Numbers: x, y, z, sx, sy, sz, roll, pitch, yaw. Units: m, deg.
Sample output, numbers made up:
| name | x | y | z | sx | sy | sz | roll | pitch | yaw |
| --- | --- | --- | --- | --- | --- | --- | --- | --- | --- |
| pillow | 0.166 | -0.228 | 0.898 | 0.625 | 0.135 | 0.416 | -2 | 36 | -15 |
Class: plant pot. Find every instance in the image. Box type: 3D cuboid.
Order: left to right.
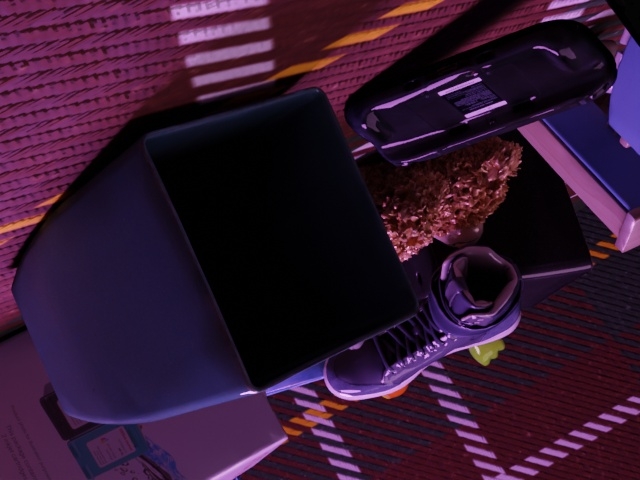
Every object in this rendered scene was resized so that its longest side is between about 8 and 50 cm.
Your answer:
| name | x | y | z | sx | sy | sz | roll | pitch | yaw |
| --- | --- | --- | --- | --- | --- | --- | --- | --- | --- |
| plant pot | -0.094 | 0.030 | 0.950 | 0.234 | 0.165 | 0.166 | -26 | 177 | 44 |
| plant pot | 0.174 | -0.013 | 1.605 | 0.167 | 0.187 | 0.188 | -14 | 168 | -18 |

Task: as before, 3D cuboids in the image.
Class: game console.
| name | x | y | z | sx | sy | sz | roll | pitch | yaw |
| --- | --- | --- | --- | --- | --- | --- | --- | --- | --- |
| game console | 0.179 | -0.140 | 1.013 | 0.361 | 0.044 | 0.213 | -19 | 143 | 27 |

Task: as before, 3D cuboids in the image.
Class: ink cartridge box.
| name | x | y | z | sx | sy | sz | roll | pitch | yaw |
| --- | --- | --- | --- | --- | --- | --- | --- | --- | --- |
| ink cartridge box | -0.205 | 0.174 | 1.280 | 0.270 | 0.197 | 0.198 | -27 | 171 | -21 |

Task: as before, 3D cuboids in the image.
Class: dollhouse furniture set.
| name | x | y | z | sx | sy | sz | roll | pitch | yaw |
| --- | --- | --- | --- | --- | --- | --- | --- | --- | --- |
| dollhouse furniture set | 0.331 | -0.190 | 1.239 | 0.286 | 0.198 | 0.303 | -23 | 147 | -24 |

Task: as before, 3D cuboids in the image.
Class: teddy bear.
| name | x | y | z | sx | sy | sz | roll | pitch | yaw |
| --- | --- | --- | --- | --- | --- | --- | --- | --- | --- |
| teddy bear | 0.051 | -0.009 | 1.390 | 0.338 | 0.113 | 0.245 | -22 | 171 | -45 |

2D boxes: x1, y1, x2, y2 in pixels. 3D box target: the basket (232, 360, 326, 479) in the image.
| name | x | y | z | sx | sy | sz | roll | pitch | yaw |
| --- | --- | --- | --- | --- | --- | --- | --- | --- | --- |
| basket | -0.122 | 0.182 | 1.610 | 0.289 | 0.201 | 0.255 | -21 | 172 | 5 |

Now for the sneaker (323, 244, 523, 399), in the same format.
| name | x | y | z | sx | sy | sz | roll | pitch | yaw |
| --- | --- | --- | --- | --- | --- | --- | --- | --- | --- |
| sneaker | 0.103 | 0.082 | 1.435 | 0.226 | 0.086 | 0.163 | -25 | 163 | -5 |

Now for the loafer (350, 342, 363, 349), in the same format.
| name | x | y | z | sx | sy | sz | roll | pitch | yaw |
| --- | --- | --- | --- | --- | --- | --- | --- | --- | --- |
| loafer | 0.000 | 0.000 | 1.184 | 0.087 | 0.094 | 0.251 | -48 | 150 | -11 |

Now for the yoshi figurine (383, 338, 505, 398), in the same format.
| name | x | y | z | sx | sy | sz | roll | pitch | yaw |
| --- | --- | --- | --- | --- | --- | --- | --- | --- | --- |
| yoshi figurine | 0.198 | 0.065 | 2.056 | 0.362 | 0.203 | 0.203 | -42 | -160 | 20 |
